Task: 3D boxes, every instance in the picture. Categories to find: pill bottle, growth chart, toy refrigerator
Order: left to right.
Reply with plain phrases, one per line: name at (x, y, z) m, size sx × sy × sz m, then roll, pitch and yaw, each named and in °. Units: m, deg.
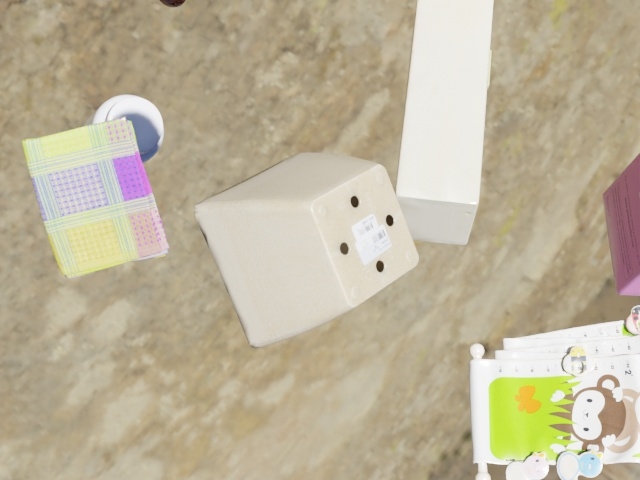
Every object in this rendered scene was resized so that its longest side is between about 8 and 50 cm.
pill bottle at (-0.241, -0.131, 1.260) m, size 0.087 × 0.087 × 0.160 m, roll -48°, pitch -166°, yaw -15°
toy refrigerator at (0.138, -0.139, 1.120) m, size 0.102 × 0.094 × 0.270 m, roll 89°, pitch 8°, yaw -64°
growth chart at (0.258, 0.155, 1.026) m, size 0.237 × 0.172 × 0.021 m, roll -15°, pitch 152°, yaw 14°

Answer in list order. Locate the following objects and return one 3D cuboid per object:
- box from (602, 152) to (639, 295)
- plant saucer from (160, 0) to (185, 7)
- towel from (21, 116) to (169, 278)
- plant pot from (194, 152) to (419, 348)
box at (0.414, -0.040, 0.944) m, size 0.243 × 0.213 × 0.117 m, roll 111°, pitch -20°, yaw -63°
plant saucer at (-0.222, -0.374, 1.468) m, size 0.083 × 0.013 × 0.083 m, roll 27°, pitch 57°, yaw -52°
towel at (-0.118, -0.021, 0.539) m, size 0.060 × 0.009 × 0.083 m, roll -14°, pitch 116°, yaw -3°
plant pot at (0.000, 0.000, 0.691) m, size 0.109 × 0.096 × 0.109 m, roll -31°, pitch 103°, yaw -39°
